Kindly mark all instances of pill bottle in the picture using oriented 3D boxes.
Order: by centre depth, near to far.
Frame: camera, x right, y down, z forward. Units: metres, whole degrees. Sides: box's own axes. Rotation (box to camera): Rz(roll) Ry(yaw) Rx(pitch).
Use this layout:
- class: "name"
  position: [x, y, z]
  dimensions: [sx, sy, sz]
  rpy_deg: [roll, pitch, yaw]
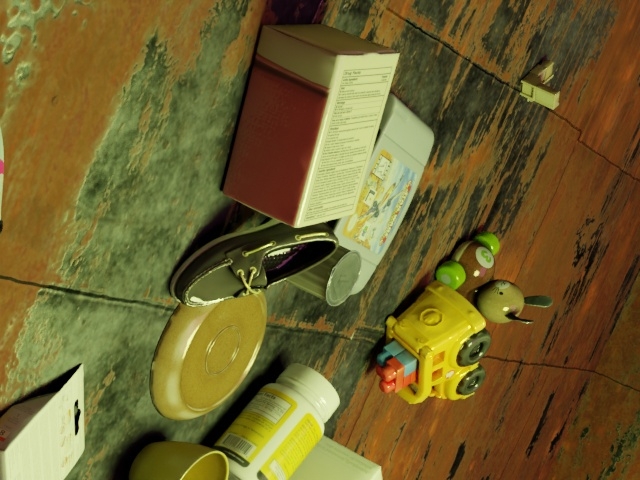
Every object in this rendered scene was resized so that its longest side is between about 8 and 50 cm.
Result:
- class: "pill bottle"
  position: [-0.070, 0.290, 1.953]
  dimensions: [0.208, 0.119, 0.119]
  rpy_deg: [-48, 148, -28]

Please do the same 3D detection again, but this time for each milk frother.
- class: "milk frother"
  position: [0.000, 0.000, 1.818]
  dimensions: [0.129, 0.135, 0.143]
  rpy_deg: [3, 109, -62]

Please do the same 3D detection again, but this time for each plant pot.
- class: "plant pot"
  position: [-0.204, 0.326, 1.773]
  dimensions: [0.134, 0.095, 0.134]
  rpy_deg: [-41, 144, -39]
- class: "plant pot"
  position: [-0.144, 0.147, 1.800]
  dimensions: [0.236, 0.032, 0.236]
  rpy_deg: [-40, 143, -39]

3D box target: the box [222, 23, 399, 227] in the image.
- class: "box"
  position: [-0.013, -0.151, 1.678]
  dimensions: [0.149, 0.127, 0.232]
  rpy_deg: [-14, 124, -56]

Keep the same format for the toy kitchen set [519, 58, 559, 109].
- class: "toy kitchen set"
  position: [0.416, -0.273, 2.386]
  dimensions: [0.083, 0.075, 0.068]
  rpy_deg: [-40, 145, -32]

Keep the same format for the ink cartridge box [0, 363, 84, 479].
- class: "ink cartridge box"
  position: [-0.340, 0.244, 1.548]
  dimensions: [0.179, 0.045, 0.145]
  rpy_deg: [-58, 158, -55]

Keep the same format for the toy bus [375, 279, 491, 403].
- class: "toy bus"
  position: [0.180, 0.216, 2.324]
  dimensions: [0.211, 0.149, 0.220]
  rpy_deg: [-32, 142, -27]

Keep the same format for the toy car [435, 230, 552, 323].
- class: "toy car"
  position: [0.326, 0.094, 2.409]
  dimensions: [0.155, 0.188, 0.148]
  rpy_deg: [-37, 142, -43]

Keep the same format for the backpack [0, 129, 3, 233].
- class: "backpack"
  position: [-0.372, -0.031, 1.047]
  dimensions: [0.191, 0.225, 0.253]
  rpy_deg: [-17, 123, -61]

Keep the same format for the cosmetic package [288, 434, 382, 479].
- class: "cosmetic package"
  position: [-0.003, 0.479, 2.146]
  dimensions: [0.155, 0.197, 0.365]
  rpy_deg: [-47, 149, -31]

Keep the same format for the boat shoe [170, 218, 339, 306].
- class: "boat shoe"
  position: [-0.084, 0.029, 1.697]
  dimensions: [0.228, 0.068, 0.081]
  rpy_deg: [-27, 135, -19]

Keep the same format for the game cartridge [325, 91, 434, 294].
- class: "game cartridge"
  position: [0.073, -0.065, 1.985]
  dimensions: [0.198, 0.062, 0.297]
  rpy_deg: [27, 88, -59]
